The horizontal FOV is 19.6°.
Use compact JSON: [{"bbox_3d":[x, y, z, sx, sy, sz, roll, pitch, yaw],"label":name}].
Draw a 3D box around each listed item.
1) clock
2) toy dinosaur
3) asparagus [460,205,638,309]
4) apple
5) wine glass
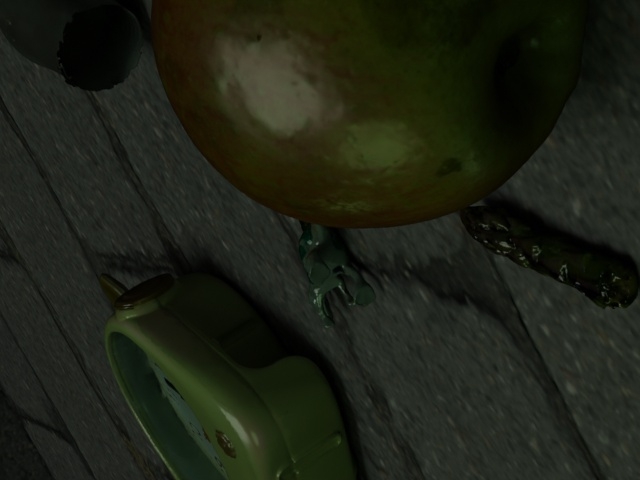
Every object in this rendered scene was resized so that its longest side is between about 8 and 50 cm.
[{"bbox_3d":[-0.102,0.161,1.860,0.348,0.117,0.286,41,155,40],"label":"clock"},{"bbox_3d":[-0.004,0.001,1.518,0.187,0.044,0.106,67,173,-27],"label":"toy dinosaur"},{"bbox_3d":[0.141,0.006,1.197,0.165,0.030,0.036,29,170,50],"label":"asparagus"},{"bbox_3d":[0.036,-0.126,1.034,0.226,0.246,0.246,10,132,39],"label":"apple"},{"bbox_3d":[-0.249,-0.215,1.679,0.222,0.103,0.103,36,151,44],"label":"wine glass"}]
